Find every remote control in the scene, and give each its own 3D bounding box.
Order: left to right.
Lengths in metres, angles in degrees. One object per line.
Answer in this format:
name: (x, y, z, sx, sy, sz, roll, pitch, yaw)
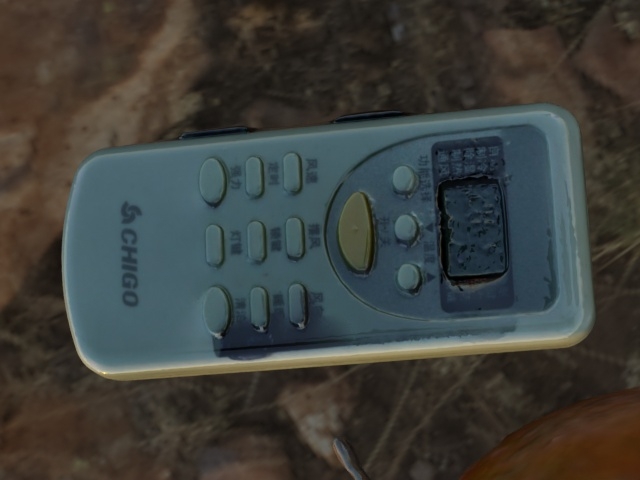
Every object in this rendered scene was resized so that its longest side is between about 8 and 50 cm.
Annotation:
remote control: (0.000, 0.000, 0.959, 0.296, 0.056, 0.140, -4, 76, 11)

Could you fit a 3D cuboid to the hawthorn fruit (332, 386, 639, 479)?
hawthorn fruit: (0.138, 0.175, 0.659, 0.263, 0.231, 0.235, 128, 151, -64)
